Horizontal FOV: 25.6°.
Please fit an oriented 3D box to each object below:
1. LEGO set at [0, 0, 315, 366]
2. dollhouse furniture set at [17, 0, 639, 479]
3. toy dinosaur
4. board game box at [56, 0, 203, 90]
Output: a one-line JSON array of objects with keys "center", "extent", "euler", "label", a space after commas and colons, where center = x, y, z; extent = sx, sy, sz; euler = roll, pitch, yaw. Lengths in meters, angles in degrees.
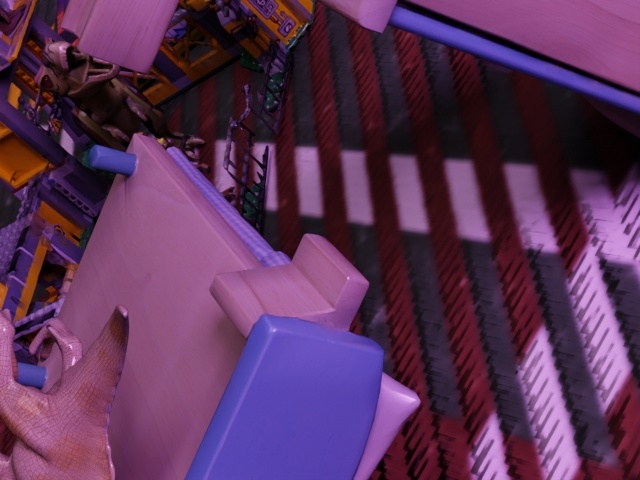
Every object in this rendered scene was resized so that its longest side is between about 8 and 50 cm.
[{"center": [-0.152, -0.077, 0.791], "extent": [0.255, 0.192, 0.331], "euler": [-20, 42, 37], "label": "LEGO set"}, {"center": [0.000, 0.000, 0.602], "extent": [0.286, 0.198, 0.303], "euler": [44, 114, 54], "label": "dollhouse furniture set"}, {"center": [-0.094, 0.064, 0.504], "extent": [0.092, 0.053, 0.183], "euler": [52, 130, 33], "label": "toy dinosaur"}, {"center": [-0.111, -0.184, 0.994], "extent": [0.170, 0.048, 0.141], "euler": [-38, 35, 14], "label": "board game box"}]
